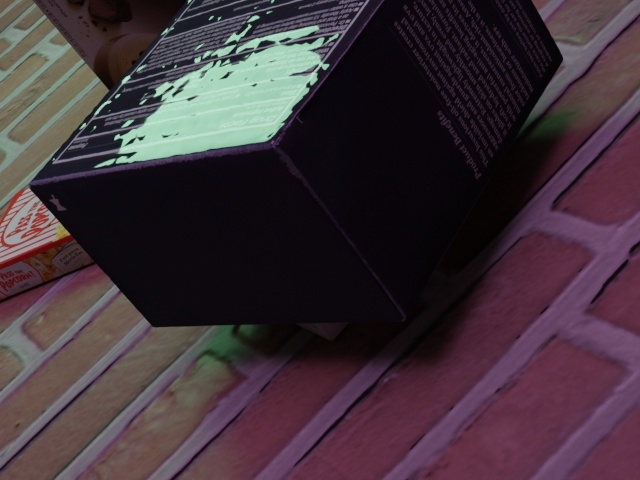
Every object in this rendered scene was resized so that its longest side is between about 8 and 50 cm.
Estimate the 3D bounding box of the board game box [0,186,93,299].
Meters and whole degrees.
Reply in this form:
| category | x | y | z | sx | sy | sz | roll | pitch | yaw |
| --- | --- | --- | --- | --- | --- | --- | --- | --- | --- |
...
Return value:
| category | x | y | z | sx | sy | sz | roll | pitch | yaw |
| --- | --- | --- | --- | --- | --- | --- | --- | --- | --- |
| board game box | -0.276 | -0.022 | 1.463 | 0.193 | 0.045 | 0.147 | -21 | 33 | 28 |

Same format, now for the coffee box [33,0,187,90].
| category | x | y | z | sx | sy | sz | roll | pitch | yaw |
| --- | --- | --- | --- | --- | --- | --- | --- | --- | --- |
| coffee box | -0.183 | -0.259 | 1.435 | 0.168 | 0.297 | 0.119 | -16 | 36 | 33 |

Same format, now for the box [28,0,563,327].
| category | x | y | z | sx | sy | sz | roll | pitch | yaw |
| --- | --- | --- | --- | --- | --- | --- | --- | --- | --- |
| box | -0.018 | -0.092 | 1.059 | 0.296 | 0.183 | 0.294 | -5 | 41 | 46 |

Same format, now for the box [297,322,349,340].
| category | x | y | z | sx | sy | sz | roll | pitch | yaw |
| --- | --- | --- | --- | --- | --- | --- | --- | --- | --- |
| box | 0.000 | 0.000 | 1.135 | 0.145 | 0.038 | 0.186 | -47 | 29 | -15 |
